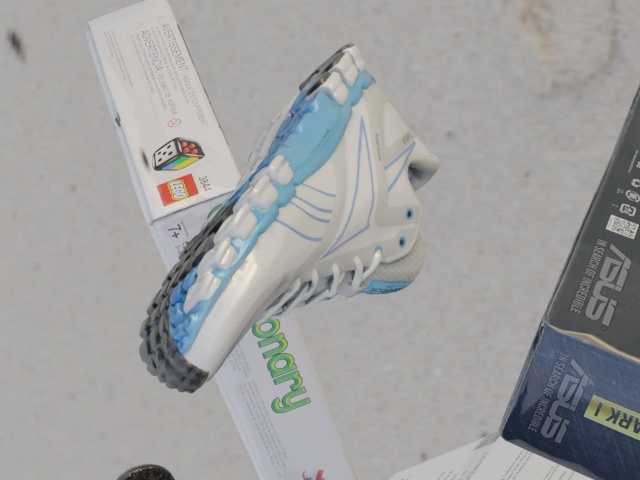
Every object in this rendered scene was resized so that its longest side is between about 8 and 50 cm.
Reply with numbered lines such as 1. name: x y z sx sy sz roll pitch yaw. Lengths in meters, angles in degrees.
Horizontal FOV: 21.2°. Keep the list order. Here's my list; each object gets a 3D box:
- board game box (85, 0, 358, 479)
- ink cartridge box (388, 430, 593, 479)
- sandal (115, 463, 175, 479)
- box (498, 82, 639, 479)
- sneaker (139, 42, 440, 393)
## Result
1. board game box: -0.043 0.038 0.952 0.193 0.053 0.305 -114 3 -50
2. ink cartridge box: 0.123 0.221 1.122 0.121 0.211 0.289 51 137 -8
3. sandal: -0.110 0.250 1.250 0.040 0.067 0.179 -18 88 63
4. box: 0.182 0.015 0.601 0.183 0.232 0.059 21 131 8
5. sneaker: 0.000 0.000 0.666 0.083 0.190 0.071 42 135 -8
